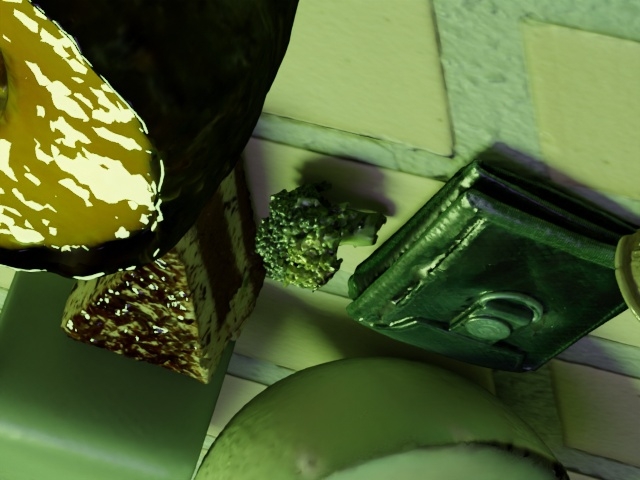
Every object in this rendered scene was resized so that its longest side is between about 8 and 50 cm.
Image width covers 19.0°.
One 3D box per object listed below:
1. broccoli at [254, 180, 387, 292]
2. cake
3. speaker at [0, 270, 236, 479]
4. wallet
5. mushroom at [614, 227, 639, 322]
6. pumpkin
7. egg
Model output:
[{"bbox_3d":[0.000,0.000,1.331,0.092,0.095,0.097,2,117,-1],"label":"broccoli"},{"bbox_3d":[-0.081,0.015,1.388,0.135,0.112,0.246,27,152,-16],"label":"cake"},{"bbox_3d":[-0.201,0.148,1.653,0.184,0.183,0.406,20,160,-5],"label":"speaker"},{"bbox_3d":[0.124,0.029,1.310,0.160,0.055,0.236,21,155,-12],"label":"wallet"},{"bbox_3d":[0.261,0.008,1.113,0.223,0.092,0.081,-16,91,50],"label":"mushroom"},{"bbox_3d":[-0.140,-0.126,1.013,0.256,0.225,0.303,37,152,-23],"label":"pumpkin"},{"bbox_3d":[0.027,0.197,1.525,0.337,0.201,0.337,-13,140,-11],"label":"egg"}]
